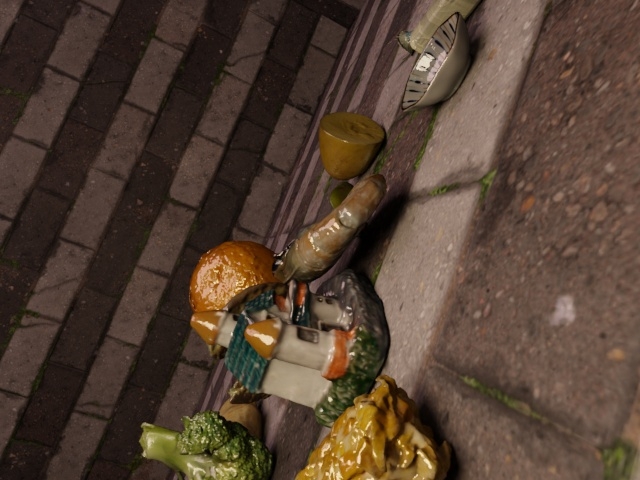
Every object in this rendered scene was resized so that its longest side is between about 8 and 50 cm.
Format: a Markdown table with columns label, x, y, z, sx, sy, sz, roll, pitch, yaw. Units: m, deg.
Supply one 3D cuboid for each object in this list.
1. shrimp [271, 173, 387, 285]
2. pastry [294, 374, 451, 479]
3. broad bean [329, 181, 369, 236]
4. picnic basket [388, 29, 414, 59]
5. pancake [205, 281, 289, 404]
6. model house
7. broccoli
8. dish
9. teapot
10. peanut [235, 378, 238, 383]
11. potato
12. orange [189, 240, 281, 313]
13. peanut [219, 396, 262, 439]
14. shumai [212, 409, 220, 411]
| label | x | y | z | sx | sy | sz | roll | pitch | yaw |
| --- | --- | --- | --- | --- | --- | --- | --- | --- | --- |
| shrimp | 0.000 | 0.000 | 0.863 | 0.221 | 0.110 | 0.445 | -52 | 5 | -36 |
| pastry | 0.037 | 0.281 | 0.447 | 0.250 | 0.102 | 0.154 | -61 | 15 | 19 |
| broad bean | 0.070 | -0.077 | 1.003 | 0.075 | 0.067 | 0.325 | -34 | 29 | 13 |
| picnic basket | 0.237 | -0.550 | 1.129 | 0.083 | 0.065 | 0.083 | -23 | 48 | 49 |
| pancake | -0.129 | 0.226 | 0.882 | 0.033 | 0.288 | 0.286 | 29 | 90 | 45 |
| model house | -0.067 | 0.144 | 0.700 | 0.271 | 0.300 | 0.190 | -97 | 25 | -64 |
| broccoli | -0.251 | 0.479 | 0.851 | 0.254 | 0.302 | 0.186 | -56 | 12 | 33 |
| dish | 0.229 | -0.320 | 0.764 | 0.190 | 0.066 | 0.191 | -157 | 90 | -79 |
| teapot | 0.259 | -0.492 | 0.840 | 0.200 | 0.107 | 0.077 | -45 | 23 | 58 |
| peanut | -0.242 | 0.462 | 1.340 | 0.174 | 0.080 | 0.080 | -92 | 28 | -69 |
| potato | 0.071 | -0.244 | 1.105 | 0.204 | 0.178 | 0.158 | -117 | 30 | -42 |
| orange | -0.270 | 0.168 | 1.401 | 0.341 | 0.340 | 0.293 | -69 | -24 | -9 |
| peanut | -0.217 | 0.494 | 1.088 | 0.137 | 0.122 | 0.253 | -44 | 7 | -10 |
| shumai | -0.388 | 0.679 | 1.534 | 0.123 | 0.087 | 0.099 | 176 | 114 | -77 |
